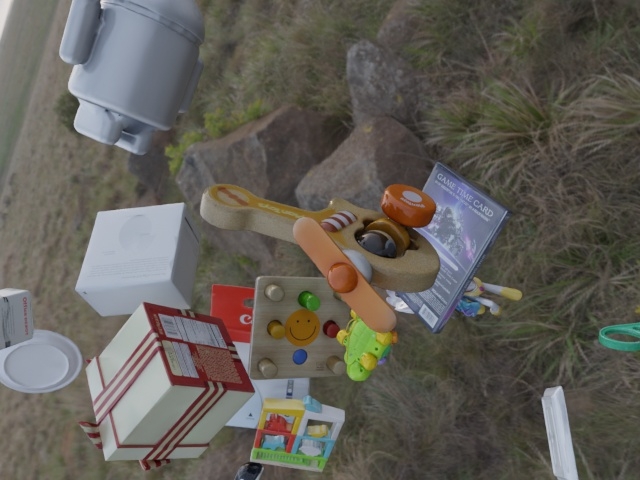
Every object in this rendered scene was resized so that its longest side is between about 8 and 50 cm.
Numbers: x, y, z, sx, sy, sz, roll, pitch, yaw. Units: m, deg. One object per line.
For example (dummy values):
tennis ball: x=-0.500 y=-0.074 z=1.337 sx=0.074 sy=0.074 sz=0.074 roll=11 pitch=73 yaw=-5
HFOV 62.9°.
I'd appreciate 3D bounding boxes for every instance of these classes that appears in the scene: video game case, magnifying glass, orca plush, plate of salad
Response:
video game case: x=0.229 y=0.012 z=1.013 sx=0.196 sy=0.026 sz=0.274 roll=50 pitch=124 yaw=45
magnifying glass: x=0.703 y=0.195 z=1.148 sx=0.092 sy=0.231 sz=0.026 roll=16 pitch=112 yaw=58
orca plush: x=-0.239 y=0.707 z=1.497 sx=0.287 sy=0.102 sz=0.151 roll=107 pitch=-172 yaw=-51
plate of salad: x=-0.689 y=0.292 z=1.279 sx=0.199 sy=0.200 sz=0.048 roll=-61 pitch=28 yaw=18

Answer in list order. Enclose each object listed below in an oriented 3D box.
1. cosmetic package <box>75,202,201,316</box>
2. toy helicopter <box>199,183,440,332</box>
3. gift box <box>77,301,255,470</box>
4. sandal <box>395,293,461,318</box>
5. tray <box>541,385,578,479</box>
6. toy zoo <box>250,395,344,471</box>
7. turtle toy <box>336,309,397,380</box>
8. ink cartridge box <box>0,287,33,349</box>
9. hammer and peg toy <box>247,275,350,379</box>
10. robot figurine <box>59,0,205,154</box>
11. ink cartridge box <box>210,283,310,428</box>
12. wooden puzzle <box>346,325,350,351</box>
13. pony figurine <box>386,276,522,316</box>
cosmetic package: x=-0.422 y=0.047 z=1.248 sx=0.138 sy=0.224 sz=0.224 roll=77 pitch=-171 yaw=-51
toy helicopter: x=0.000 y=0.000 z=0.745 sx=0.235 sy=0.355 sz=0.140 roll=-83 pitch=10 yaw=-57
gift box: x=-0.344 y=0.298 z=1.097 sx=0.258 sy=0.276 sz=0.255 roll=-50 pitch=45 yaw=16
sandal: x=0.340 y=0.216 z=1.689 sx=0.219 sy=0.090 sz=0.060 roll=22 pitch=79 yaw=16
tray: x=0.683 y=0.563 z=1.506 sx=0.145 sy=0.030 sz=0.270 roll=72 pitch=-164 yaw=-70
toy zoo: x=-0.057 y=0.463 z=1.262 sx=0.030 sy=0.193 sz=0.293 roll=-86 pitch=8 yaw=-51
turtle toy: x=0.079 y=0.176 z=0.874 sx=0.095 sy=0.066 sz=0.130 roll=40 pitch=105 yaw=47
ink cartridge box: x=-0.673 y=0.167 z=1.066 sx=0.063 sy=0.150 sz=0.109 roll=4 pitch=99 yaw=18
hammer and peg toy: x=0.002 y=0.226 z=1.318 sx=0.127 sy=0.362 sz=0.265 roll=-167 pitch=82 yaw=-66
robot figurine: x=-0.346 y=-0.349 z=0.998 sx=0.200 sy=0.300 sz=0.353 roll=24 pitch=95 yaw=27
ink cartridge box: x=-0.176 y=0.331 z=1.459 sx=0.091 sy=0.308 sz=0.384 roll=-77 pitch=-6 yaw=-80
wooden puzzle: x=0.023 y=0.276 z=1.678 sx=0.044 sy=0.221 sz=0.238 roll=-37 pitch=89 yaw=19
pony figurine: x=0.447 y=0.142 z=1.779 sx=0.351 sy=0.364 sz=0.302 roll=10 pitch=79 yaw=52
